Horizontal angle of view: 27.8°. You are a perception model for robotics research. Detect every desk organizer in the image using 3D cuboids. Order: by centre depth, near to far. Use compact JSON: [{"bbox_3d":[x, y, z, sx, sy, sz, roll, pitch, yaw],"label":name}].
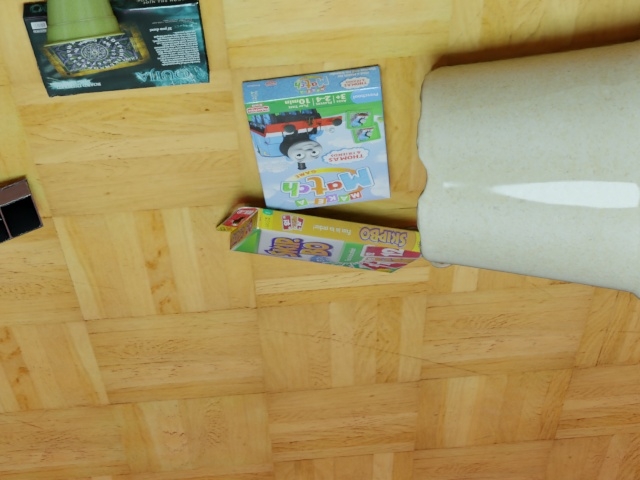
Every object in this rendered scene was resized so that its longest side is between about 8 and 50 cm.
[{"bbox_3d":[-0.410,-0.023,1.586,0.130,0.050,0.047,-23,161,-15],"label":"desk organizer"}]

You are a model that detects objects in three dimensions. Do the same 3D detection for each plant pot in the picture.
[{"bbox_3d":[-0.247,-0.243,1.320,0.083,0.083,0.079,-8,99,1],"label":"plant pot"},{"bbox_3d":[0.267,-0.081,1.453,0.305,0.334,0.334,1,145,9],"label":"plant pot"}]

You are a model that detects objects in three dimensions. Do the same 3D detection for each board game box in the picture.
[{"bbox_3d":[-0.219,-0.214,1.415,0.186,0.026,0.126,-5,144,-1],"label":"board game box"},{"bbox_3d":[0.000,-0.118,1.566,0.160,0.039,0.211,-7,145,2],"label":"board game box"},{"bbox_3d":[0.000,0.000,1.700,0.259,0.039,0.124,11,163,-18],"label":"board game box"}]

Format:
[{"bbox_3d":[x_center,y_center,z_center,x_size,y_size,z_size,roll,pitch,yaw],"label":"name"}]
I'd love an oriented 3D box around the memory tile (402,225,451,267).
[{"bbox_3d":[0.191,-0.011,1.761,0.148,0.012,0.113,-28,138,28],"label":"memory tile"}]
